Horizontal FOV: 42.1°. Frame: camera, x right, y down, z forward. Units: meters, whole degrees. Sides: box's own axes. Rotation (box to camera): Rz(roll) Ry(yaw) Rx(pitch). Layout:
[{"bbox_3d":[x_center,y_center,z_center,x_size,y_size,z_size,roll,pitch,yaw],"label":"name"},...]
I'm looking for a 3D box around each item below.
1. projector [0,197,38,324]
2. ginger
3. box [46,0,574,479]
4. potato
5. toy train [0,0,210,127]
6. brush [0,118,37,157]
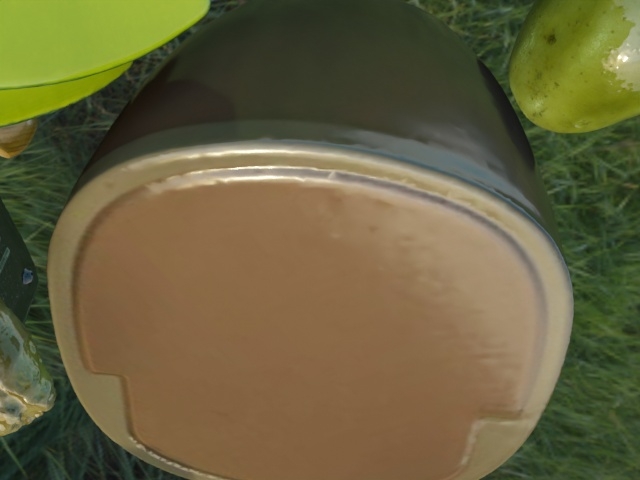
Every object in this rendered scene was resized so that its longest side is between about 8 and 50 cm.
[{"bbox_3d":[-0.663,0.079,1.343,0.395,0.242,0.405,-86,169,-45],"label":"projector"},{"bbox_3d":[-0.397,0.101,0.930,0.109,0.117,0.262,-38,108,-52],"label":"ginger"},{"bbox_3d":[0.000,0.000,0.524,0.301,0.301,0.216,47,30,-28],"label":"box"},{"bbox_3d":[0.350,-0.249,0.933,0.216,0.304,0.215,27,49,-36],"label":"potato"},{"bbox_3d":[-0.234,-0.201,0.472,0.179,0.442,0.272,-28,116,-33],"label":"toy train"},{"bbox_3d":[-0.458,-0.225,1.109,0.174,0.267,0.166,41,71,-43],"label":"brush"}]
